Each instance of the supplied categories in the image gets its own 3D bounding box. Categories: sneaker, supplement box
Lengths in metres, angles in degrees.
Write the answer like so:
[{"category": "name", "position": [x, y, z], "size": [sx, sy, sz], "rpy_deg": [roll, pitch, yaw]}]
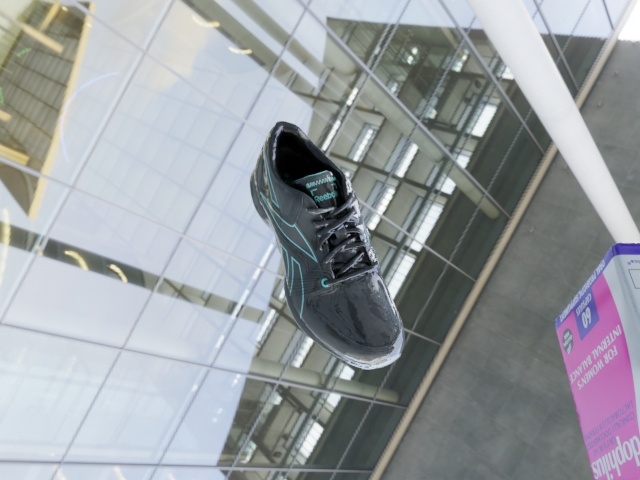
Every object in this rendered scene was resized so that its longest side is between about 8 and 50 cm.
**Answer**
[{"category": "sneaker", "position": [0.000, 0.000, 0.514], "size": [0.267, 0.101, 0.106], "rpy_deg": [59, -24, 22]}, {"category": "supplement box", "position": [0.238, 0.122, 0.315], "size": [0.113, 0.111, 0.220], "rpy_deg": [1, -127, 1]}]
